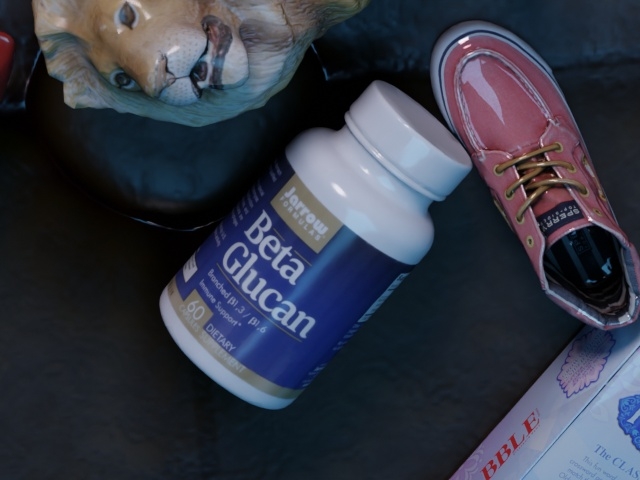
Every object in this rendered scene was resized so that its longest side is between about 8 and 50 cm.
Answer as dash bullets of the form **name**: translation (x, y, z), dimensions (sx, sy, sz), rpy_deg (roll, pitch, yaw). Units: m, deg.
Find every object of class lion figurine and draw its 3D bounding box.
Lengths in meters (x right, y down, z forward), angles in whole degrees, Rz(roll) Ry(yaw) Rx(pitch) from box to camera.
- **lion figurine**: translation (-0.008, -0.245, 0.868), dimensions (0.240, 0.142, 0.392), rpy_deg (4, 101, -1)

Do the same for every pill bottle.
- **pill bottle**: translation (0.000, 0.000, 0.990), dimensions (0.094, 0.094, 0.169), rpy_deg (35, 106, -21)

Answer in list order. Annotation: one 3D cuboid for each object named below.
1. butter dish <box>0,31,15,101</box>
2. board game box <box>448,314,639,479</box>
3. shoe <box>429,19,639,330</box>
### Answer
- **butter dish**: translation (-0.254, -0.056, 0.925), dimensions (0.160, 0.118, 0.159), rpy_deg (-6, 126, -53)
- **board game box**: translation (0.202, 0.235, 1.145), dimensions (0.319, 0.066, 0.318), rpy_deg (34, 106, -21)
- **shoe**: translation (0.120, -0.034, 0.997), dimensions (0.063, 0.081, 0.178), rpy_deg (-30, 116, 7)
